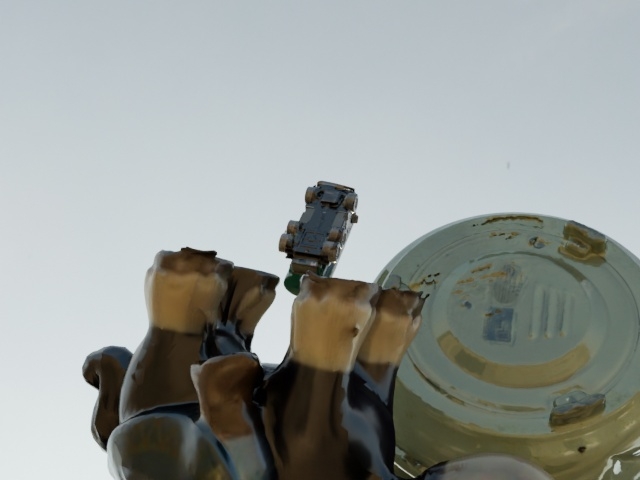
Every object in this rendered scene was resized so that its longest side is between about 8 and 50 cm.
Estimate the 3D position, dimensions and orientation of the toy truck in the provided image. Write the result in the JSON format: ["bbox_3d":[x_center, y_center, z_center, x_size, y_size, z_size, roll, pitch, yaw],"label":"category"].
[{"bbox_3d":[0.000,0.000,0.722,0.039,0.083,0.044,9,-49,13],"label":"toy truck"}]

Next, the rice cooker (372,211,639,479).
[{"bbox_3d":[0.128,0.118,0.743,0.226,0.226,0.244,3,-38,11],"label":"rice cooker"}]

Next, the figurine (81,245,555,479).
[{"bbox_3d":[-0.055,0.202,0.565,0.306,0.241,0.412,38,-88,9],"label":"figurine"}]
